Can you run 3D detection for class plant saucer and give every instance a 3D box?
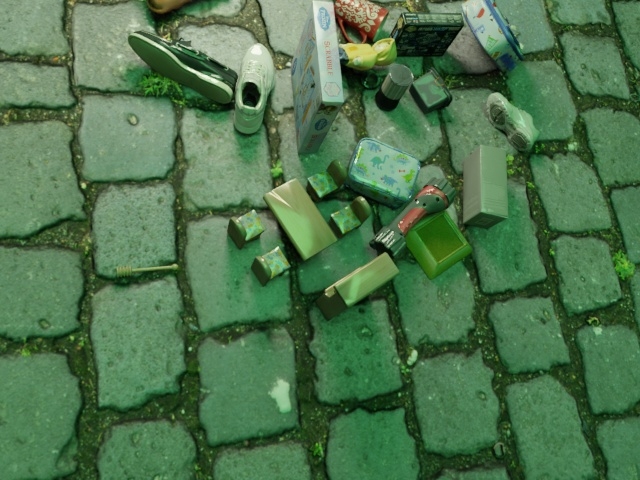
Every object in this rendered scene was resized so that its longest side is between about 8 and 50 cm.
[{"bbox_3d":[0.369,-0.004,1.718,0.188,0.045,0.188,-31,82,-20],"label":"plant saucer"}]

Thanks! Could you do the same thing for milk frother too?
[{"bbox_3d":[0.213,-0.524,1.791,0.143,0.135,0.129,14,64,-10],"label":"milk frother"}]

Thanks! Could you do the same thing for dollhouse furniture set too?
[{"bbox_3d":[0.000,0.000,1.514,0.362,0.256,0.394,-31,83,-20],"label":"dollhouse furniture set"}]

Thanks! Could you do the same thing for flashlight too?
[{"bbox_3d":[0.286,-0.063,1.649,0.103,0.103,0.304,47,66,-6],"label":"flashlight"}]

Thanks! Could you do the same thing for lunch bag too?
[{"bbox_3d":[0.195,-0.214,1.716,0.218,0.090,0.176,21,71,-7],"label":"lunch bag"},{"bbox_3d":[0.600,-0.708,1.883,0.303,0.115,0.243,-6,66,-60],"label":"lunch bag"}]

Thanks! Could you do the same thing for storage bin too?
[{"bbox_3d":[0.368,-0.500,1.851,0.091,0.098,0.135,-31,82,-10],"label":"storage bin"}]

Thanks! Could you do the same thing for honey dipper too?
[{"bbox_3d":[-0.472,0.079,1.499,0.160,0.030,0.031,-5,74,-19],"label":"honey dipper"}]

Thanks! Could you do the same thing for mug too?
[{"bbox_3d":[0.127,-0.756,1.858,0.169,0.113,0.150,30,67,0],"label":"mug"}]

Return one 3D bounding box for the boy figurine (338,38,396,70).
[{"bbox_3d":[0.117,-0.610,1.794,0.285,0.092,0.177,-4,35,-8],"label":"boy figurine"}]

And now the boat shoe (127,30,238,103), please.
[{"bbox_3d":[-0.403,-0.548,1.654,0.339,0.127,0.113,26,68,-7],"label":"boat shoe"}]

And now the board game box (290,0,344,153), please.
[{"bbox_3d":[-0.018,-0.468,1.622,0.065,0.319,0.318,-1,74,-15],"label":"board game box"}]

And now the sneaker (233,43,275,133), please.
[{"bbox_3d":[-0.194,-0.484,1.672,0.114,0.152,0.305,8,70,-9],"label":"sneaker"}]

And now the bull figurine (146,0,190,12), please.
[{"bbox_3d":[-0.430,-0.833,1.751,0.310,0.101,0.188,-34,80,-23],"label":"bull figurine"}]

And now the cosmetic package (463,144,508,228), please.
[{"bbox_3d":[0.529,-0.172,1.768,0.107,0.127,0.238,11,73,-10],"label":"cosmetic package"}]

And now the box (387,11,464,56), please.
[{"bbox_3d":[0.349,-0.695,1.857,0.220,0.175,0.051,-6,74,-15],"label":"box"}]

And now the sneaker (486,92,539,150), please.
[{"bbox_3d":[0.673,-0.425,1.910,0.115,0.090,0.232,-40,95,-28],"label":"sneaker"}]
